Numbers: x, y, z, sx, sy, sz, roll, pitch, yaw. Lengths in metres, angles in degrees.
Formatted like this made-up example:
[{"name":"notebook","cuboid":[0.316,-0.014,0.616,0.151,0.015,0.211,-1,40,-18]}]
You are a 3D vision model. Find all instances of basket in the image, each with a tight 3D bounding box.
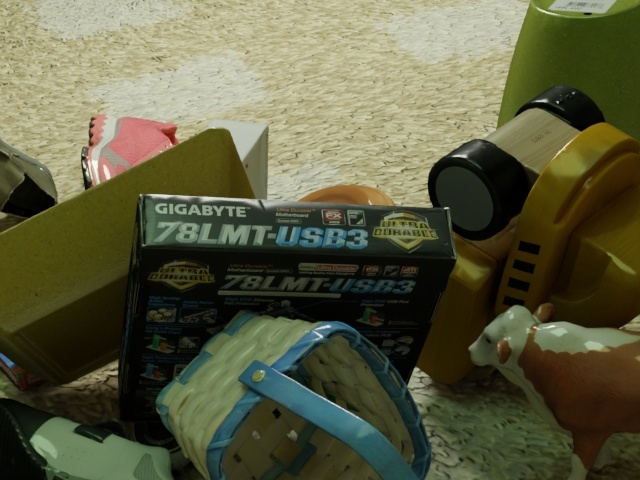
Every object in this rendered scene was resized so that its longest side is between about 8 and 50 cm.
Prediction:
[{"name":"basket","cuboid":[0.007,0.191,1.348,0.201,0.255,0.289,-44,42,-14]}]

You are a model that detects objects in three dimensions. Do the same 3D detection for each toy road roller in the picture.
[{"name":"toy road roller","cuboid":[0.242,0.027,1.573,0.240,0.330,0.202,35,47,26]}]

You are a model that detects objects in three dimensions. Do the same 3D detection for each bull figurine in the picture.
[{"name":"bull figurine","cuboid":[0.294,0.148,1.435,0.310,0.188,0.101,0,29,12]}]

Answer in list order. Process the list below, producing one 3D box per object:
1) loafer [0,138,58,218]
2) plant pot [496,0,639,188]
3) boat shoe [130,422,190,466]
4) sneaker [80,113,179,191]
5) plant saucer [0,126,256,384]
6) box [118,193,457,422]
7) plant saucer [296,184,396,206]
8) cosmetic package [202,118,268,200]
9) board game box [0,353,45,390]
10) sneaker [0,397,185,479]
[{"name":"loafer","cuboid":[-0.437,-0.089,2.037,0.251,0.094,0.087,21,18,-51]},{"name":"plant pot","cuboid":[0.335,-0.162,1.886,0.274,0.294,0.275,-5,29,3]},{"name":"boat shoe","cuboid":[-0.163,0.162,1.634,0.077,0.070,0.219,-5,28,4]},{"name":"sneaker","cuboid":[-0.251,-0.100,2.091,0.136,0.116,0.314,-6,28,-1]},{"name":"plant saucer","cuboid":[-0.207,0.042,1.583,0.332,0.333,0.081,-26,72,-3]},{"name":"box","cuboid":[-0.042,0.075,1.487,0.295,0.293,0.073,1,51,-10]},{"name":"plant saucer","cuboid":[0.000,0.000,1.852,0.200,0.037,0.200,-23,35,18]},{"name":"cosmetic package","cuboid":[-0.130,-0.066,1.971,0.085,0.117,0.231,7,26,11]},{"name":"board game box","cuboid":[-0.262,0.089,1.837,0.281,0.027,0.145,-22,30,-26]},{"name":"sneaker","cuboid":[-0.216,0.240,1.482,0.146,0.123,0.330,-8,24,-38]}]
